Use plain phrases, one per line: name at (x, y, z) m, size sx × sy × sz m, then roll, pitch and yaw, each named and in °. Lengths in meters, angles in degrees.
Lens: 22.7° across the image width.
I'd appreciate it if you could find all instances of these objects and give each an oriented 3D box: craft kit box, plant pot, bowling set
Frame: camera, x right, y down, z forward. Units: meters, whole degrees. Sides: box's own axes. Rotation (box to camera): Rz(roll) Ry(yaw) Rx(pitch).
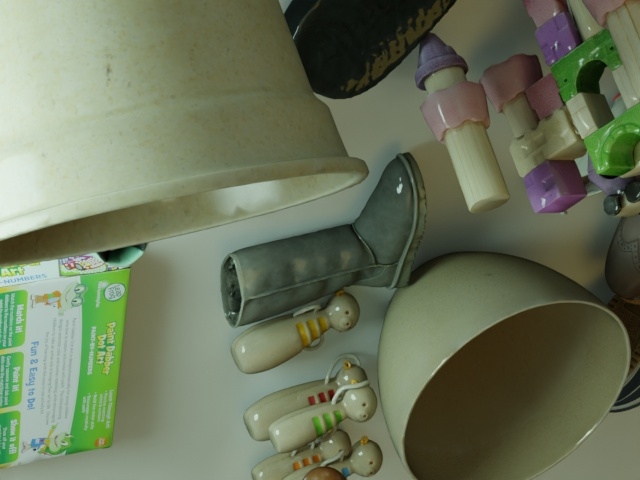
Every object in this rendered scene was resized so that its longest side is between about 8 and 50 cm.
craft kit box at (-0.322, 0.126, 1.594) m, size 0.246 × 0.061 × 0.250 m, roll -6°, pitch 129°, yaw -23°
plant pot at (0.175, 0.122, 1.786) m, size 0.284 × 0.191 × 0.284 m, roll -17°, pitch 133°, yaw -19°
bowling set at (0.016, 0.222, 1.781) m, size 0.154 × 0.200 × 0.287 m, roll -22°, pitch 138°, yaw -17°
plant pot at (-0.156, -0.161, 1.227) m, size 0.334 × 0.334 × 0.305 m, roll -11°, pitch 87°, yaw -23°

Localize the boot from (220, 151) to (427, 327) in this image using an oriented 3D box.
boot at (0.001, 0.000, 1.677) m, size 0.208 × 0.076 × 0.190 m, roll -6°, pitch 126°, yaw -18°

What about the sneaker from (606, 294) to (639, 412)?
sneaker at (0.420, 0.096, 1.983) m, size 0.282 × 0.099 × 0.153 m, roll -46°, pitch 153°, yaw -9°

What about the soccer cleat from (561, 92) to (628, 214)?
soccer cleat at (0.324, -0.100, 1.769) m, size 0.196 × 0.076 × 0.068 m, roll -37°, pitch 136°, yaw 2°

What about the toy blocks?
toy blocks at (0.276, -0.195, 1.570) m, size 0.309 × 0.260 × 0.288 m, roll 1°, pitch 153°, yaw -43°

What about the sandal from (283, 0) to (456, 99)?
sandal at (0.148, -0.294, 1.478) m, size 0.167 × 0.107 × 0.446 m, roll 27°, pitch 110°, yaw -42°

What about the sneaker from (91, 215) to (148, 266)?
sneaker at (-0.198, -0.095, 1.410) m, size 0.094 × 0.151 × 0.256 m, roll -20°, pitch 133°, yaw -12°

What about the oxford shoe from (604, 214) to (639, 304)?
oxford shoe at (0.393, -0.067, 1.780) m, size 0.132 × 0.130 × 0.364 m, roll -9°, pitch 137°, yaw -36°
